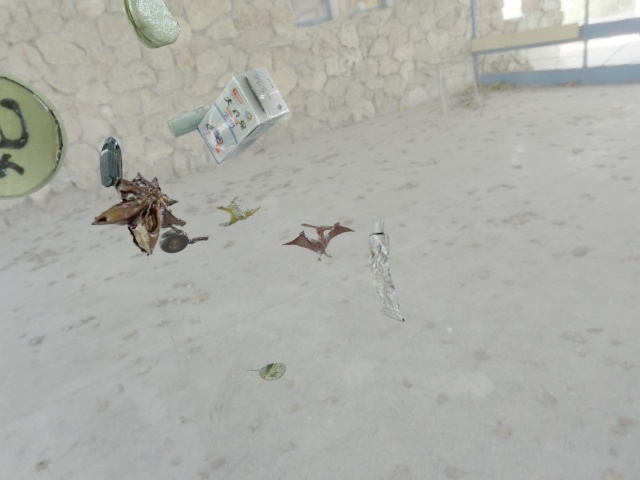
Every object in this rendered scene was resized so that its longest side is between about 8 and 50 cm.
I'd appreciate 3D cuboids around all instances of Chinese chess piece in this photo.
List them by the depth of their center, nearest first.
[{"bbox_3d":[-0.881,-0.280,1.185,0.350,0.348,0.146,-23,25,-24],"label":"Chinese chess piece"}]

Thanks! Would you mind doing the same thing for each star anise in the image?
[{"bbox_3d":[-0.478,-0.066,1.233,0.148,0.237,0.346,-20,-5,11],"label":"star anise"}]

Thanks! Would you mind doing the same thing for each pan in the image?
[{"bbox_3d":[-0.533,0.006,1.747,0.212,0.114,0.040,-2,44,-46],"label":"pan"}]

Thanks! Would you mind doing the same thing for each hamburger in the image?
[{"bbox_3d":[-0.319,-0.409,0.808,0.054,0.121,0.084,4,49,26],"label":"hamburger"}]

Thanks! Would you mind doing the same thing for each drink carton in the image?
[{"bbox_3d":[-0.214,-0.324,1.178,0.107,0.130,0.315,-35,8,-32],"label":"drink carton"}]

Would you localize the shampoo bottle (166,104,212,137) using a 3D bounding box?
[{"bbox_3d":[-0.353,-0.365,1.305,0.195,0.056,0.056,-31,28,-22],"label":"shampoo bottle"}]

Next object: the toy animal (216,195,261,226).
[{"bbox_3d":[-0.301,-0.122,1.652,0.155,0.095,0.219,-34,13,-24],"label":"toy animal"}]

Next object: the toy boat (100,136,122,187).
[{"bbox_3d":[-0.580,-0.218,1.224,0.055,0.141,0.060,6,22,-6],"label":"toy boat"}]

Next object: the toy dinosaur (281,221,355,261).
[{"bbox_3d":[-0.001,0.000,1.157,0.220,0.108,0.032,-14,27,-29],"label":"toy dinosaur"}]

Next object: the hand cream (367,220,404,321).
[{"bbox_3d":[0.160,0.077,1.109,0.050,0.256,0.084,-13,9,-32],"label":"hand cream"}]

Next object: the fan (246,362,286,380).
[{"bbox_3d":[-0.106,0.264,0.878,0.080,0.003,0.060,-10,17,-13],"label":"fan"}]
